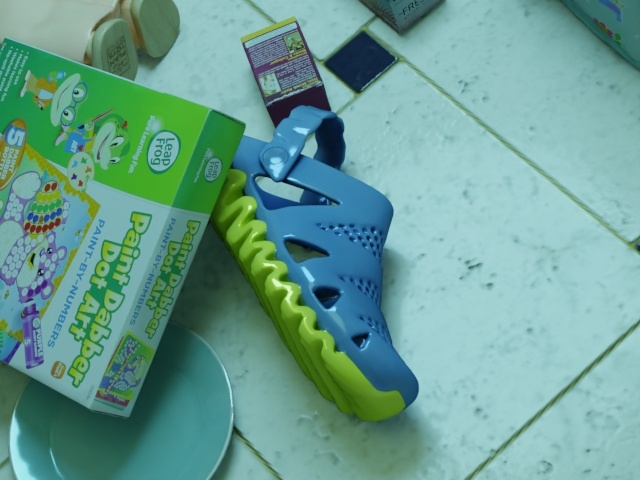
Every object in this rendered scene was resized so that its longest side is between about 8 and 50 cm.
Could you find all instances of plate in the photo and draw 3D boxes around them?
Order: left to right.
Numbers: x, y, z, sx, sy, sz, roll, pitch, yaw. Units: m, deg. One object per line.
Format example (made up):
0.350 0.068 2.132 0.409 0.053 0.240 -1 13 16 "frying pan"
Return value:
-0.157 0.148 1.278 0.188 0.024 0.188 -6 59 10 "plate"

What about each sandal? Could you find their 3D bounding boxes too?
0.000 0.000 1.271 0.138 0.126 0.317 -27 59 -7 "sandal"

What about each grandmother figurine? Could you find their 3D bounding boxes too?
-0.314 -0.216 1.489 0.342 0.104 0.208 18 39 26 "grandmother figurine"

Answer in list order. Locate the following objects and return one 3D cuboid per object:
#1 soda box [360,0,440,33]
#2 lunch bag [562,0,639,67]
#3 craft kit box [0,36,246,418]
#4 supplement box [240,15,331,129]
0.030 -0.268 1.447 0.058 0.063 0.183 -40 59 -10 "soda box"
0.211 -0.305 1.328 0.160 0.223 0.262 -40 59 -4 "lunch bag"
-0.206 -0.017 1.295 0.247 0.061 0.250 21 89 33 "craft kit box"
-0.030 -0.146 1.403 0.055 0.043 0.083 -21 57 1 "supplement box"
